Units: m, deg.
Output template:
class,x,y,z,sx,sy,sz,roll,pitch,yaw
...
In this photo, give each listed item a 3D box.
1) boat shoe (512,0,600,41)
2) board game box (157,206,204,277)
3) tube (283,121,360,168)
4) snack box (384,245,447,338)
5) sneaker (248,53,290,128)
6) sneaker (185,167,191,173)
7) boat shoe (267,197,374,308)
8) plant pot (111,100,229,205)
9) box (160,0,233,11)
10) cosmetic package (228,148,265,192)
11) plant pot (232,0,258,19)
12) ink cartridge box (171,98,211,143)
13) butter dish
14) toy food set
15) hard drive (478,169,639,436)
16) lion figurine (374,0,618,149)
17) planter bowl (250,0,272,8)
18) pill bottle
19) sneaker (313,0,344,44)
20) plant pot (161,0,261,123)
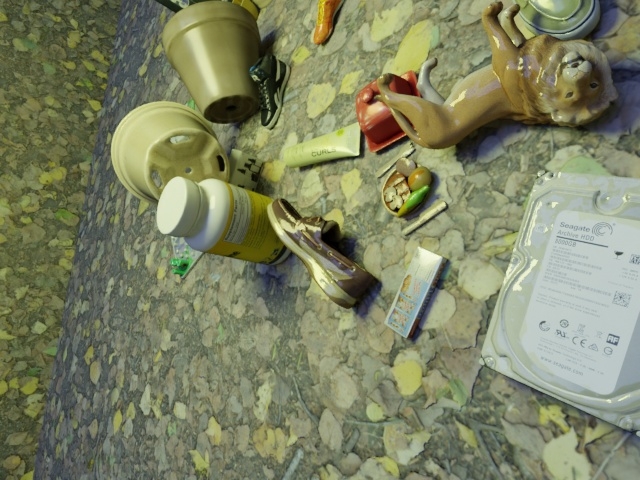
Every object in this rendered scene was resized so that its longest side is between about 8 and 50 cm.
class,x,y,z,sx,sy,sz,roll,pitch,yaw
boat shoe,0.389,-0.477,0.777,0.109,0.094,0.302,-40,53,31
board game box,-0.474,-0.126,1.577,0.390,0.050,0.390,-47,50,25
tube,0.006,-0.245,1.125,0.240,0.062,0.070,-5,115,39
snack box,0.191,0.105,0.860,0.064,0.022,0.178,29,99,45
sneaker,-0.180,-0.471,1.329,0.079,0.121,0.217,12,87,47
sneaker,-0.482,-0.251,1.537,0.212,0.080,0.094,-60,34,16
boat shoe,0.000,0.000,1.011,0.123,0.123,0.342,-47,58,13
plant pot,-0.414,-0.224,1.233,0.305,0.334,0.334,33,103,56
box,-0.406,-1.017,1.590,0.212,0.293,0.395,37,105,45
cosmetic package,-0.264,-0.157,1.339,0.060,0.099,0.239,25,97,47
plant pot,-0.278,-0.833,1.560,0.081,0.083,0.081,27,97,46
ink cartridge box,-0.526,-0.446,1.694,0.208,0.087,0.153,-21,65,39
butter dish,0.136,-0.309,0.966,0.160,0.118,0.160,-24,62,39
toy food set,0.180,-0.117,0.923,0.132,0.038,0.192,-41,53,30
hard drive,0.400,0.072,0.631,0.237,0.064,0.339,19,91,46
lion figurine,0.288,-0.261,0.777,0.392,0.142,0.240,-22,90,45
planter bowl,-0.225,-0.939,1.519,0.162,0.109,0.162,-15,67,41
pill bottle,-0.236,-0.050,1.110,0.188,0.334,0.188,-16,67,42
sneaker,0.011,-0.658,1.231,0.064,0.067,0.175,26,99,44
plant pot,-0.330,-0.555,1.405,0.323,0.323,0.280,-22,80,39
